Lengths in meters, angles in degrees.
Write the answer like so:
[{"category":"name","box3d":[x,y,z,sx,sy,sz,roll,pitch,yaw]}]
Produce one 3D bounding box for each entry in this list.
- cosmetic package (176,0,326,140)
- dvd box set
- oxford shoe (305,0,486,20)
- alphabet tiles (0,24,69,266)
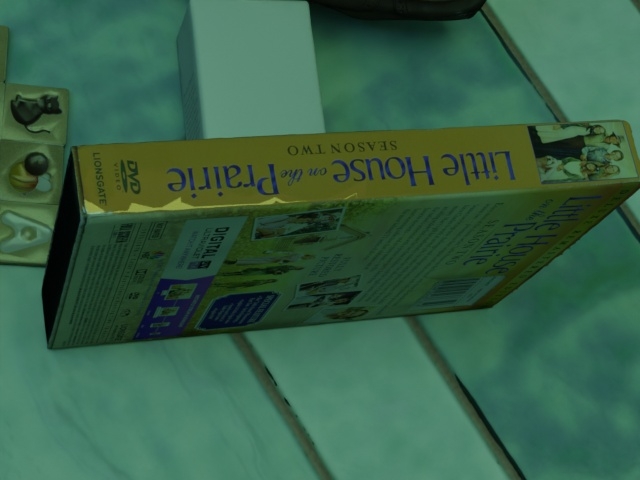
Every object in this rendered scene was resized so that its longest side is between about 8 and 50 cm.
[{"category":"cosmetic package","box3d":[-0.061,-0.101,1.156,0.117,0.085,0.231,0,69,-17]},{"category":"dvd box set","box3d":[0.000,0.000,1.014,0.421,0.307,0.062,-4,71,-17]},{"category":"oxford shoe","box3d":[-0.014,-0.268,1.216,0.364,0.132,0.130,13,72,9]},{"category":"alphabet tiles","box3d":[-0.393,-0.069,1.085,0.343,0.011,0.285,4,70,-15]}]
